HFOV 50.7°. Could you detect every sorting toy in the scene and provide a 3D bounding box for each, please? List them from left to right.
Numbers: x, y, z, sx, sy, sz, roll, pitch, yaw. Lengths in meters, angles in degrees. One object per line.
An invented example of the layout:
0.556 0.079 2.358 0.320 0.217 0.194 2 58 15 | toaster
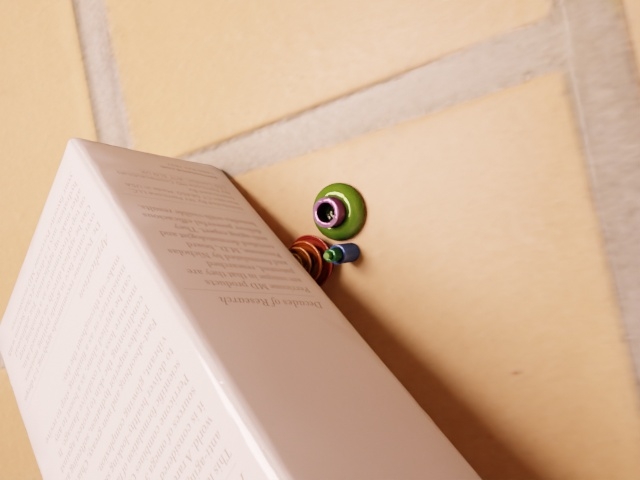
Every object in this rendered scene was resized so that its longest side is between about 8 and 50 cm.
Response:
0.000 0.000 0.586 0.061 0.042 0.102 34 110 26 | sorting toy

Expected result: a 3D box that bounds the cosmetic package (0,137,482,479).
-0.087 0.138 0.513 0.453 0.161 0.230 49 118 39 | cosmetic package
